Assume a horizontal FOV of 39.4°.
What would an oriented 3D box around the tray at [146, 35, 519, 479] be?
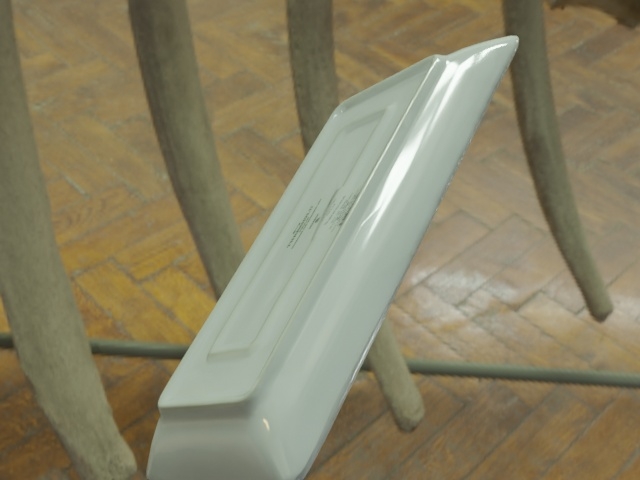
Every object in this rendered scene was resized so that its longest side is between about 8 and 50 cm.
[{"bbox_3d":[0.000,0.000,0.460,0.030,0.145,0.270,42,59,-22],"label":"tray"}]
